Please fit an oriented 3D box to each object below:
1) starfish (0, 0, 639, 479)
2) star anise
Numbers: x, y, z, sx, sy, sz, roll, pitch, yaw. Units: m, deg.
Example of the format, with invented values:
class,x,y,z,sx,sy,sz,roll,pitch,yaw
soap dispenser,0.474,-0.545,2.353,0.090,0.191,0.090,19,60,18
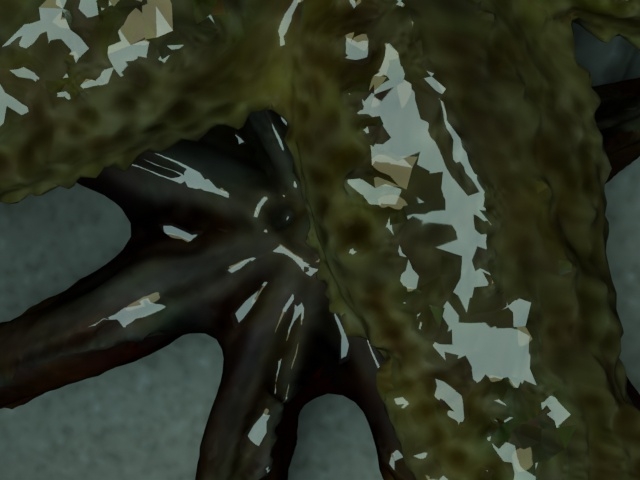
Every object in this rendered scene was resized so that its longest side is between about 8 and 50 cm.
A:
class,x,y,z,sx,sy,sz,roll,pitch,yaw
starfish,0.038,-0.028,0.527,0.432,0.082,0.324,17,79,-1
star anise,0.000,0.001,0.604,0.288,0.088,0.288,-1,85,7
